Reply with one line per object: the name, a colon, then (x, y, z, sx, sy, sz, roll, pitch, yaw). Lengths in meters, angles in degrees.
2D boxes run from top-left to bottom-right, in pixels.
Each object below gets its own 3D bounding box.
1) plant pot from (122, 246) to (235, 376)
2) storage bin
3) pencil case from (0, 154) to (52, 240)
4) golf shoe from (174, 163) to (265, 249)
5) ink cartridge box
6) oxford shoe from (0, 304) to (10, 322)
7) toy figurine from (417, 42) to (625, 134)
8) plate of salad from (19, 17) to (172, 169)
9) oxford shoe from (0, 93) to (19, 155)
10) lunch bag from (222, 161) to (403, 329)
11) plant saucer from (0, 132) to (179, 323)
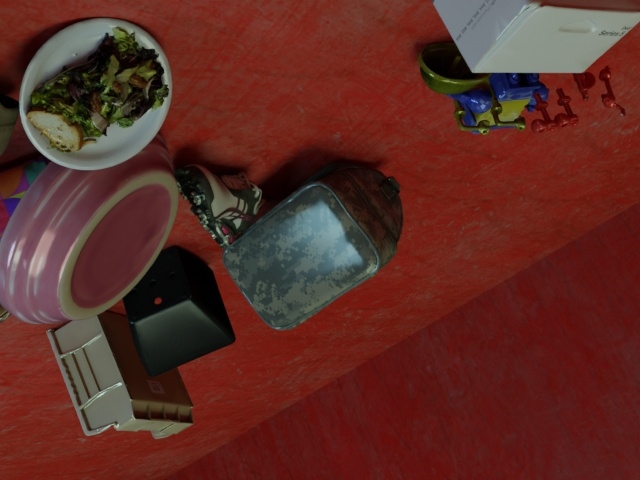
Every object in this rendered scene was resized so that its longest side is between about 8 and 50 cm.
plant pot: (-0.295, 0.123, 1.722, 0.188, 0.187, 0.167, -22, 147, -2)
storage bin: (-0.413, 0.292, 1.881, 0.123, 0.260, 0.262, -32, 158, 11)
pencil case: (-0.468, -0.038, 1.253, 0.236, 0.104, 0.104, -24, 159, -2)
golf shoe: (-0.168, -0.082, 1.491, 0.120, 0.105, 0.273, -37, 166, -6)
ink cartridge box: (0.213, -0.329, 1.016, 0.198, 0.273, 0.115, -8, 154, -35)
oxford shoe: (-0.584, 0.109, 1.535, 0.212, 0.076, 0.076, -34, 119, 0)
toy figurine: (0.299, -0.221, 1.506, 0.362, 0.191, 0.217, -12, 161, -25)
plate of salad: (-0.270, -0.174, 1.096, 0.200, 0.048, 0.200, -20, 128, -28)
oxford shoe: (-0.440, -0.170, 0.955, 0.130, 0.123, 0.348, -59, 171, -6)
lunch bag: (0.000, 0.000, 1.677, 0.305, 0.212, 0.256, -36, 179, 29)
plant saucer: (-0.314, -0.011, 1.273, 0.332, 0.084, 0.332, -52, 163, -22)
